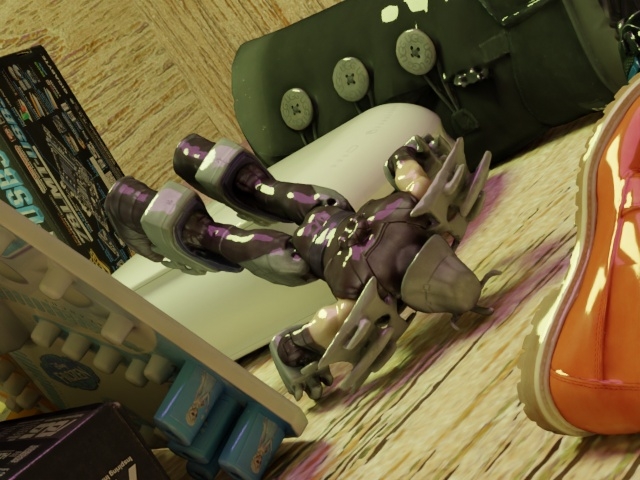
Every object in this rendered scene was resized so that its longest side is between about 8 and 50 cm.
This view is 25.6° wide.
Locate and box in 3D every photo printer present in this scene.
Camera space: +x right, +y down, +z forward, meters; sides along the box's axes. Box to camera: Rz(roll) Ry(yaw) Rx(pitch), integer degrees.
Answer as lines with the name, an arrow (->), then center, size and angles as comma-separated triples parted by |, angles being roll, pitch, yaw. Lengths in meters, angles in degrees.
photo printer -> -0.033, 0.003, 1.142 | 0.308, 0.107, 0.256 | -28, 9, 29

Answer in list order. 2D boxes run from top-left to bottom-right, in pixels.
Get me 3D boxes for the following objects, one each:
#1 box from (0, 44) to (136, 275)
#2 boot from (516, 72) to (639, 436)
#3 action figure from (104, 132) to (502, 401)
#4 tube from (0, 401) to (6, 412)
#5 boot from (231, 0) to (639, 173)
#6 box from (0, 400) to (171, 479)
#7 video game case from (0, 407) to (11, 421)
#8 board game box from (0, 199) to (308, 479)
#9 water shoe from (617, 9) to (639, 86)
box -> -0.289, -0.061, 1.525 | 0.073, 0.295, 0.293 | -30, 9, 12
boot -> 0.136, 0.002, 0.537 | 0.085, 0.059, 0.157 | -8, 61, 62
action figure -> 0.000, 0.000, 0.879 | 0.285, 0.099, 0.185 | 20, 61, 43
tube -> -0.352, 0.170, 1.404 | 0.240, 0.070, 0.062 | -53, -11, -38
boot -> 0.082, -0.228, 1.251 | 0.146, 0.367, 0.445 | -10, -9, -39
box -> -0.279, 0.225, 0.810 | 0.318, 0.097, 0.395 | -35, 8, -29
video game case -> -0.244, 0.109, 1.547 | 0.210, 0.041, 0.232 | -33, 8, 5
board game box -> -0.249, 0.037, 0.862 | 0.390, 0.390, 0.050 | -19, 38, 61
water shoe -> 0.224, -0.112, 0.937 | 0.073, 0.080, 0.203 | -31, 8, 15
